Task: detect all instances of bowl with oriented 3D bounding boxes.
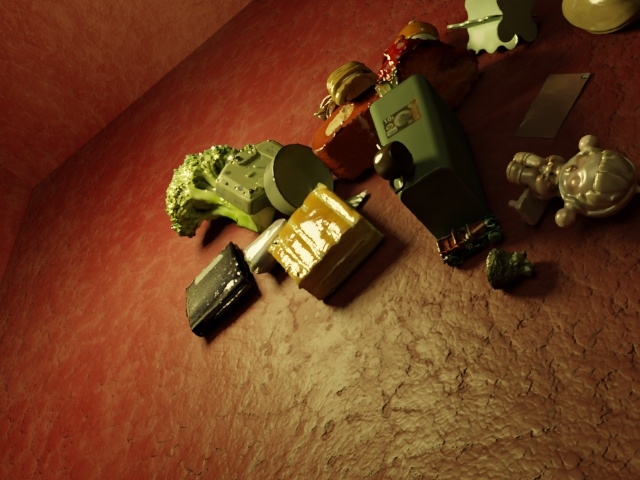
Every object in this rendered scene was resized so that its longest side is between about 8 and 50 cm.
[{"bbox_3d":[-0.076,-0.157,1.970,0.112,0.211,0.211,-24,39,47],"label":"bowl"}]

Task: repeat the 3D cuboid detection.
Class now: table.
[{"bbox_3d":[0.451,-0.579,1.865,0.166,0.166,0.198,-55,26,-11],"label":"table"}]

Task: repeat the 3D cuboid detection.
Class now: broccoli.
[{"bbox_3d":[-0.321,-0.116,2.206,0.353,0.275,0.397,-39,49,22],"label":"broccoli"}]

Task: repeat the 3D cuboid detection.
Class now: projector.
[{"bbox_3d":[-0.183,-0.202,2.083,0.194,0.088,0.269,31,49,21],"label":"projector"}]

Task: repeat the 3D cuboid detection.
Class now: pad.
[{"bbox_3d":[0.533,-0.311,1.623,0.113,0.006,0.187,15,69,52],"label":"pad"}]

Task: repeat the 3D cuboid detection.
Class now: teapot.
[{"bbox_3d":[0.147,-0.154,1.467,0.068,0.076,0.121,-28,71,41],"label":"teapot"}]

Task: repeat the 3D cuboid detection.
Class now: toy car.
[{"bbox_3d":[0.316,-0.005,1.505,0.143,0.054,0.073,-32,37,23],"label":"toy car"}]

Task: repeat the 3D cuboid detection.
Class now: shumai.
[{"bbox_3d":[0.371,0.057,1.373,0.081,0.082,0.083,3,98,39],"label":"shumai"}]

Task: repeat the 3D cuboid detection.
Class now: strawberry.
[{"bbox_3d":[0.253,-0.424,1.817,0.280,0.253,0.150,-52,38,-11],"label":"strawberry"}]

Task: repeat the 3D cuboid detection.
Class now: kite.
[{"bbox_3d":[0.062,-0.038,1.857,0.250,0.012,0.229,20,74,54],"label":"kite"}]

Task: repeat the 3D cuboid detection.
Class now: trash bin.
[{"bbox_3d":[0.255,-0.191,1.617,0.158,0.223,0.343,-33,38,21],"label":"trash bin"}]

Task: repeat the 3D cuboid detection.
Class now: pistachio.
[{"bbox_3d":[0.655,-0.546,1.629,0.136,0.136,0.226,-50,28,-5],"label":"pistachio"}]

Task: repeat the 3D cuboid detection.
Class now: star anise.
[{"bbox_3d":[0.080,-0.435,2.174,0.220,0.099,0.214,-43,20,15],"label":"star anise"}]

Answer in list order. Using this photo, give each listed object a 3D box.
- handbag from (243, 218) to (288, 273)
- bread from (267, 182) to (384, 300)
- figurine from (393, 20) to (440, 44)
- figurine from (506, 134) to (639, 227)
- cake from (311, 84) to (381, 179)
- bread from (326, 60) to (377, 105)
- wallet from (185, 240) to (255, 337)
[{"bbox_3d":[-0.139,0.016,1.939,0.173,0.095,0.117,-50,5,-3],"label":"handbag"},{"bbox_3d":[0.000,0.000,1.785,0.239,0.111,0.246,-47,37,4],"label":"bread"},{"bbox_3d":[0.292,-0.520,2.007,0.143,0.143,0.271,-35,55,17],"label":"figurine"},{"bbox_3d":[0.493,-0.101,1.352,0.182,0.144,0.257,-39,26,-26],"label":"figurine"},{"bbox_3d":[0.111,-0.304,1.958,0.283,0.151,0.177,-43,20,9],"label":"cake"},{"bbox_3d":[0.079,-0.446,1.972,0.134,0.081,0.225,-35,17,6],"label":"bread"},{"bbox_3d":[-0.298,0.137,2.037,0.221,0.071,0.262,-47,30,8],"label":"wallet"}]
